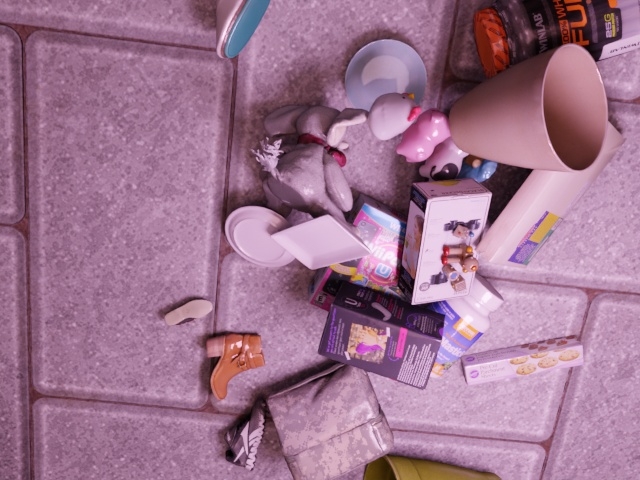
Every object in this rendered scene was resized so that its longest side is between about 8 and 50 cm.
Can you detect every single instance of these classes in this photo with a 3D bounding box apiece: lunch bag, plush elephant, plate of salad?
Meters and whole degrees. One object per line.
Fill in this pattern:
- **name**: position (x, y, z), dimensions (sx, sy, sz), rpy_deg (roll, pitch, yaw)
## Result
- **lunch bag**: position (0.026, 0.479, 1.858), dimensions (0.305, 0.212, 0.256), rpy_deg (-25, 91, 5)
- **plush elephant**: position (-0.012, -0.197, 1.617), dimensions (0.255, 0.272, 0.330), rpy_deg (-55, 143, -20)
- **plate of salad**: position (-0.146, -0.013, 1.749), dimensions (0.200, 0.048, 0.200), rpy_deg (11, 132, 12)

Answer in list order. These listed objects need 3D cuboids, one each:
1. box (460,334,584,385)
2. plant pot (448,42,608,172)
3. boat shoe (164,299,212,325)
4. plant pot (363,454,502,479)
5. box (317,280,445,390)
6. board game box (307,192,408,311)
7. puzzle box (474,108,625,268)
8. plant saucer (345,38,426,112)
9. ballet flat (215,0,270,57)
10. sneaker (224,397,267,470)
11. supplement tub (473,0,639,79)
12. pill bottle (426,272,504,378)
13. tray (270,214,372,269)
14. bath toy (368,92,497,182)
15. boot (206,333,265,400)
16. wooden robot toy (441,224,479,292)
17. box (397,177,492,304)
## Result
- **box**: position (0.552, 0.329, 1.888), dimensions (0.324, 0.063, 0.067), rpy_deg (-10, 108, 3)
- **plant pot**: position (0.419, -0.264, 1.466), dimensions (0.256, 0.274, 0.256), rpy_deg (-1, 92, -41)
- **boat shoe**: position (-0.348, 0.191, 1.839), dimensions (0.133, 0.042, 0.049), rpy_deg (-21, 83, 6)
- **plant pot**: position (0.335, 0.776, 1.920), dimensions (0.353, 0.366, 0.366), rpy_deg (3, 110, -15)
- **box**: position (0.150, 0.226, 1.667), dimensions (0.270, 0.165, 0.143), rpy_deg (19, 110, 7)
- **board game box**: position (0.133, 0.064, 1.772), dimensions (0.224, 0.097, 0.303), rpy_deg (25, 107, -10)
- **puzzle box**: position (0.551, -0.112, 1.644), dimensions (0.052, 0.272, 0.409), rpy_deg (43, 108, 29)
- **plant saucer**: position (0.154, -0.381, 1.645), dimensions (0.195, 0.037, 0.195), rpy_deg (0, 109, -1)
- **ballet flat**: position (-0.149, -0.601, 1.529), dimensions (0.139, 0.139, 0.400), rpy_deg (31, 102, -11)
- **sneaker**: position (-0.216, 0.546, 1.945), dimensions (0.106, 0.078, 0.234), rpy_deg (13, 111, -8)
- **supplement tub**: position (0.526, -0.477, 1.527), dimensions (0.338, 0.207, 0.207), rpy_deg (-17, 109, 5)
- **pill bottle**: position (0.345, 0.216, 1.798), dimensions (0.152, 0.152, 0.272), rpy_deg (37, 106, -13)
- **tray**: position (0.000, 0.000, 1.609), dimensions (0.145, 0.270, 0.030), rpy_deg (41, 63, -19)
- **bath toy**: position (0.262, -0.236, 1.594), dimensions (0.348, 0.129, 0.151), rpy_deg (29, 70, -36)
- **boot**: position (-0.226, 0.347, 1.880), dimensions (0.152, 0.073, 0.197), rpy_deg (-5, 112, -3)
- **wooden robot toy**: position (0.327, 0.055, 1.586), dimensions (0.076, 0.079, 0.173), rpy_deg (-7, 122, -18)
- **box**: position (0.292, 0.002, 1.644), dimensions (0.169, 0.087, 0.290), rpy_deg (-7, 122, -18)
